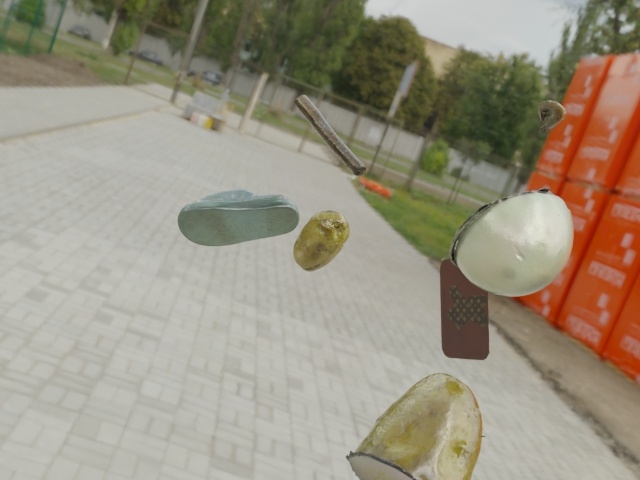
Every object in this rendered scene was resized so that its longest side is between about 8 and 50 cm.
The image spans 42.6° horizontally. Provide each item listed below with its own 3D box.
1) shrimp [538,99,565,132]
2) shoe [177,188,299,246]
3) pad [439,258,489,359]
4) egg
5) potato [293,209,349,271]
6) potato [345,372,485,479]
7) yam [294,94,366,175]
[{"bbox_3d":[0.491,-0.270,1.777,0.059,0.023,0.108,40,-23,2],"label":"shrimp"},{"bbox_3d":[-0.133,-0.045,1.344,0.195,0.079,0.078,-4,34,-2],"label":"shoe"},{"bbox_3d":[0.376,0.178,2.159,0.004,0.266,0.181,1,-5,-34],"label":"pad"},{"bbox_3d":[0.424,0.036,1.719,0.286,0.264,0.174,34,27,-57],"label":"egg"},{"bbox_3d":[0.000,0.000,1.970,0.107,0.170,0.080,49,29,10],"label":"potato"},{"bbox_3d":[0.200,0.371,1.527,0.229,0.266,0.229,27,-34,20],"label":"potato"},{"bbox_3d":[0.023,-0.279,2.175,0.326,0.045,0.045,54,-16,36],"label":"yam"}]
